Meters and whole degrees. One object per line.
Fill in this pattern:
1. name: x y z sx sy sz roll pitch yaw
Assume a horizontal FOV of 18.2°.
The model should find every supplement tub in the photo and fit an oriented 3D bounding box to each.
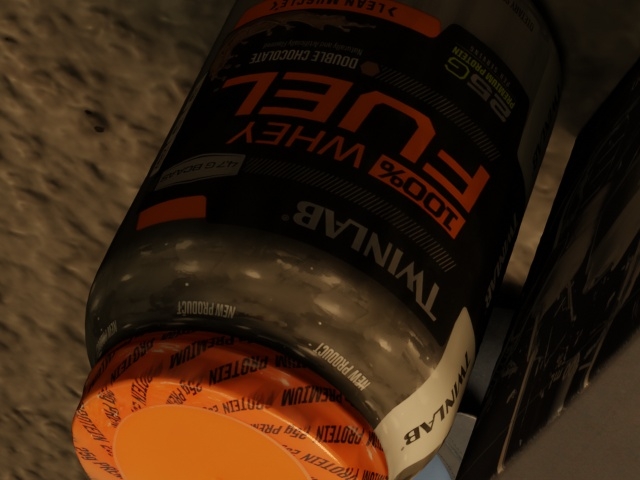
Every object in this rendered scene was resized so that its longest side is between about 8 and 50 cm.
1. supplement tub: 0.000 0.000 1.110 0.207 0.338 0.207 13 141 11

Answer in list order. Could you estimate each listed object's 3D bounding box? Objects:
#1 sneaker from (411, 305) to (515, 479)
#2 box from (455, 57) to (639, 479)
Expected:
1. sneaker: 0.135 0.179 1.422 0.236 0.130 0.323 12 136 20
2. box: 0.239 0.000 1.011 0.179 0.312 0.343 27 142 -5
